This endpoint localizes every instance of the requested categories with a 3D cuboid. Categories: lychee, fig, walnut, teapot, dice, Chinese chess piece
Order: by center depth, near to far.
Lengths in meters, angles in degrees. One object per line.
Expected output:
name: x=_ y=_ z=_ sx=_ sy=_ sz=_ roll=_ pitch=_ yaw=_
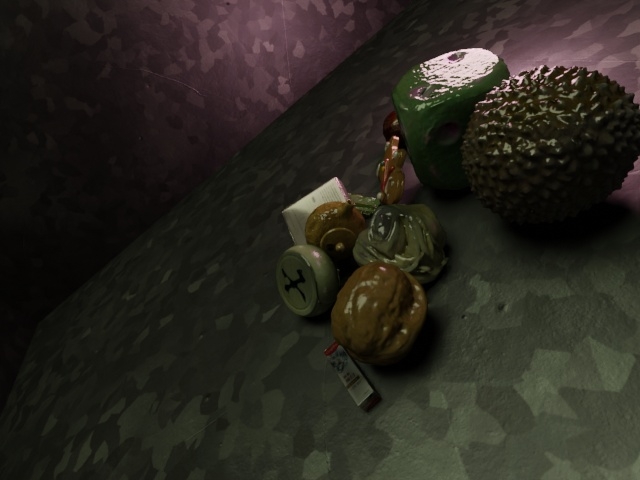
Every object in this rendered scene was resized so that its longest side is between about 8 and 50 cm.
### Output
lychee: x=0.526 y=-0.224 z=0.980 sx=0.380 sy=0.381 sz=0.432 roll=-31 pitch=-7 yaw=15
walnut: x=0.148 y=0.174 z=1.035 sx=0.257 sy=0.224 sz=0.257 roll=-26 pitch=37 yaw=22
dice: x=0.414 y=-0.371 z=1.308 sx=0.330 sy=0.322 sz=0.318 roll=-21 pitch=39 yaw=10
Chinese chess piece: x=-0.043 y=0.124 z=1.308 sx=0.092 sy=0.238 sz=0.237 roll=-12 pitch=10 yaw=-40
teapot: x=0.050 y=-0.002 z=1.354 sx=0.167 sy=0.203 sz=0.311 roll=-101 pitch=23 yaw=-56
fig: x=0.378 y=-0.495 z=1.691 sx=0.274 sy=0.145 sz=0.170 roll=-38 pitch=29 yaw=32

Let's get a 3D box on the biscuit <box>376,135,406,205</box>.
biscuit: x=0.246 y=-0.239 z=1.496 sx=0.340 sy=0.047 sz=0.216 roll=-86 pitch=9 yaw=-50

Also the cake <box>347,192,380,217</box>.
cake: x=0.124 y=-0.122 z=1.620 sx=0.235 sy=0.099 sz=0.100 roll=13 pitch=56 yaw=28

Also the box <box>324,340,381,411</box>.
box: x=0.077 y=0.341 z=1.078 sx=0.055 sy=0.039 sz=0.218 roll=-43 pitch=31 yaw=-2

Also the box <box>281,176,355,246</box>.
box: x=0.007 y=-0.075 z=1.532 sx=0.251 sy=0.106 sz=0.203 roll=-32 pitch=65 yaw=15

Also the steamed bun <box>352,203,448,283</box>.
steamed bun: x=0.208 y=0.002 z=1.208 sx=0.280 sy=0.207 sz=0.268 roll=-18 pitch=37 yaw=36
